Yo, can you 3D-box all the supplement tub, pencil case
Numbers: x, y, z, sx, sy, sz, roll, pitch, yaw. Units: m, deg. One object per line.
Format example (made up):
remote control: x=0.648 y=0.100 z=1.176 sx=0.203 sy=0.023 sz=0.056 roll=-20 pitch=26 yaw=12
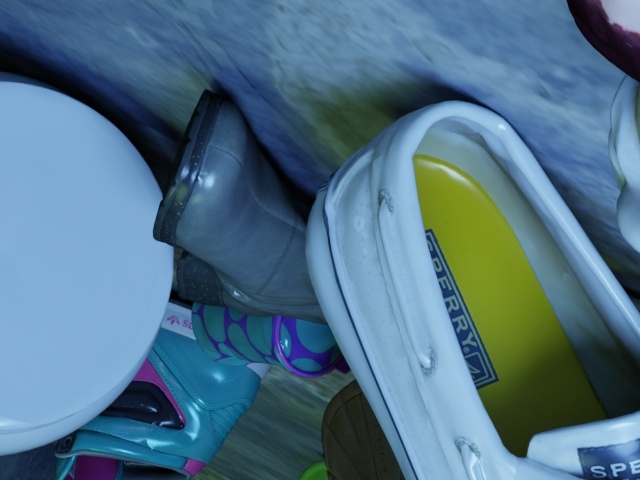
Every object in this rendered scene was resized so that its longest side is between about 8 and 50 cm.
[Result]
supplement tub: x=-0.234 y=0.019 z=1.253 sx=0.241 sy=0.241 sz=0.331 roll=36 pitch=166 yaw=-13
pencil case: x=-0.032 y=0.058 z=1.316 sx=0.070 sy=0.064 sz=0.152 roll=54 pitch=161 yaw=-16

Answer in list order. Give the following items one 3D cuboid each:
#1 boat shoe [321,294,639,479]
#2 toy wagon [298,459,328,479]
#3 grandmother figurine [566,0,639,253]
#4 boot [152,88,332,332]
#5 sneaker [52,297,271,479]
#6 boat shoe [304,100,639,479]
boat shoe: x=0.121 y=0.097 z=1.053 sx=0.123 sy=0.123 sz=0.342 roll=-4 pitch=165 yaw=-26
toy wagon: x=0.128 y=0.338 z=1.926 sx=0.344 sy=0.068 sz=0.267 roll=20 pitch=162 yaw=42
grandmother figurine: x=0.103 y=-0.078 z=0.497 sx=0.208 sy=0.104 sz=0.342 roll=56 pitch=-179 yaw=28
boot: x=0.000 y=0.000 z=1.067 sx=0.161 sy=0.083 sz=0.246 roll=18 pitch=164 yaw=7
sneaker: x=-0.198 y=0.127 z=1.609 sx=0.295 sy=0.178 sz=0.124 roll=16 pitch=163 yaw=27
boat shoe: x=0.125 y=0.100 z=0.807 sx=0.367 sy=0.136 sz=0.156 roll=65 pitch=157 yaw=9
